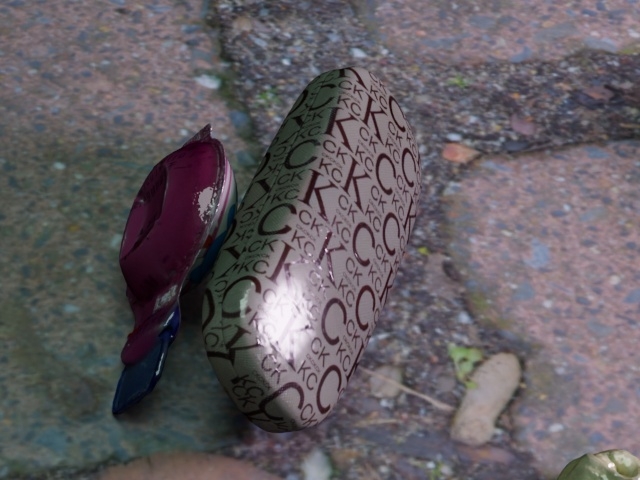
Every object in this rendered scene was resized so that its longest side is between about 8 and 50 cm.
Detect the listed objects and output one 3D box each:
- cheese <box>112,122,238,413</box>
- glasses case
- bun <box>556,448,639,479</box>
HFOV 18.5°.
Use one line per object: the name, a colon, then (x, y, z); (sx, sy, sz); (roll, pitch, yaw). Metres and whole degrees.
cheese: (-0.116, 0.018, 1.505); (0.062, 0.155, 0.244); (24, 55, -21)
glasses case: (0.000, 0.000, 1.524); (0.085, 0.137, 0.355); (-13, 33, 31)
bun: (0.212, 0.182, 1.414); (0.086, 0.055, 0.086); (4, 43, -3)
